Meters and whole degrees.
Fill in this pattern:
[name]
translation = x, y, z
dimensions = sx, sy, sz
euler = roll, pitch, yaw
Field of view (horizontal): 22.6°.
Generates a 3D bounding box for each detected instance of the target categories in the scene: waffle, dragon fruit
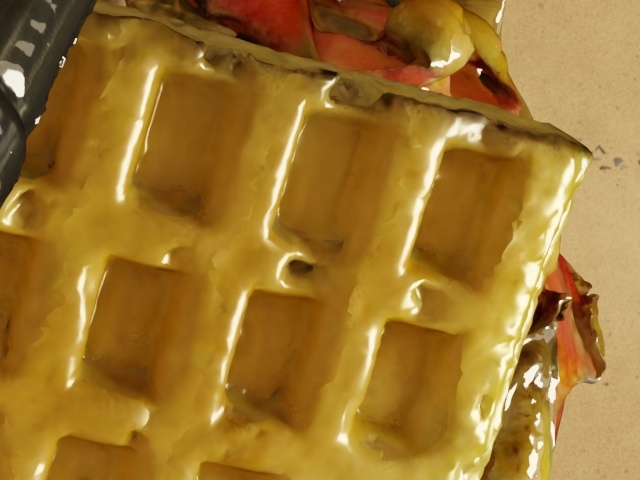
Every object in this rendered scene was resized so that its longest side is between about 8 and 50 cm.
[waffle]
translation = -0.045, 0.036, 0.578
dimensions = 0.055, 0.247, 0.221
euler = -137, -118, -66
[dragon fruit]
translation = 0.000, 0.000, 0.739
dimensions = 0.314, 0.296, 0.263
euler = -86, -172, -61

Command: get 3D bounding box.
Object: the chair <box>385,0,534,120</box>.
[chair]
translation = 0.037, -0.150, 0.980
dimensions = 0.159, 0.246, 0.172
euler = -71, 177, -53

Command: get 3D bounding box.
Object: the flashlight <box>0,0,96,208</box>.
[flashlight]
translation = -0.081, -0.100, 0.452
dimensions = 0.093, 0.093, 0.232
euler = 105, 6, -60
